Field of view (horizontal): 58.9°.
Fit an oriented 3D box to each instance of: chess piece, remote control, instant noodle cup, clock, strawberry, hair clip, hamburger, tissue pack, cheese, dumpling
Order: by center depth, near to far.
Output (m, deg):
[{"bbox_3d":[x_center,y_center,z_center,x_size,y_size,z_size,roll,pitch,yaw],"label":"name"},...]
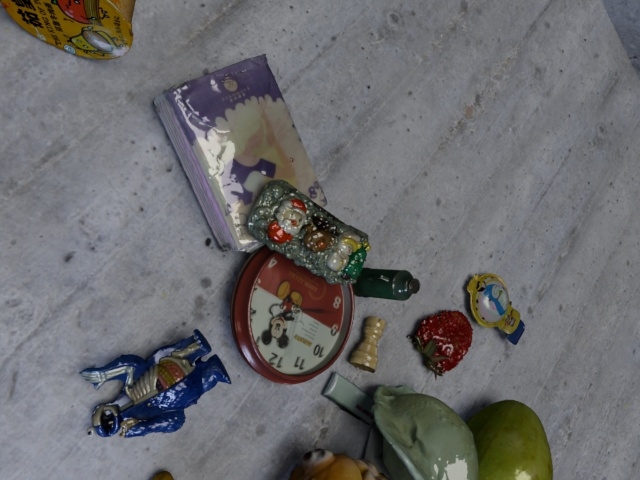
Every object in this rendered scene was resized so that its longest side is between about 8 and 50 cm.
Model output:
[{"bbox_3d":[-0.401,-0.437,0.948,0.215,0.215,0.173,22,68,-31],"label":"instant noodle cup"},{"bbox_3d":[0.002,0.001,1.134,0.321,0.091,0.138,30,84,-40],"label":"hair clip"},{"bbox_3d":[-0.152,-0.170,1.142,0.242,0.125,0.344,-32,107,-32],"label":"tissue pack"},{"bbox_3d":[0.016,0.562,1.149,0.236,0.276,0.277,31,71,-20],"label":"hamburger"},{"bbox_3d":[-0.056,0.146,1.219,0.318,0.080,0.319,1,88,-41],"label":"clock"},{"bbox_3d":[0.235,0.455,1.271,0.211,0.320,0.270,-29,109,-21],"label":"dumpling"},{"bbox_3d":[0.077,0.374,1.326,0.166,0.029,0.065,40,67,-26],"label":"remote control"},{"bbox_3d":[0.117,0.244,1.343,0.066,0.066,0.122,33,65,-28],"label":"chess piece"},{"bbox_3d":[0.339,0.246,1.472,0.208,0.087,0.167,-40,108,-30],"label":"strawberry"},{"bbox_3d":[0.498,0.191,1.592,0.250,0.064,0.157,45,67,-21],"label":"cheese"}]

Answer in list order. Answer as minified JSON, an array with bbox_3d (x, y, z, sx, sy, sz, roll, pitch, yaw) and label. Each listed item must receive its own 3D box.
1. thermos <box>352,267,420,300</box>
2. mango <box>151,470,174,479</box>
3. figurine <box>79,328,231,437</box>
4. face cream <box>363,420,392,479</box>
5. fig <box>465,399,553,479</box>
[{"bbox_3d":[0.148,0.094,1.290,0.073,0.187,0.083,-39,110,-29],"label":"thermos"},{"bbox_3d":[-0.269,0.529,1.064,0.098,0.075,0.190,-40,106,-45],"label":"mango"},{"bbox_3d":[-0.301,0.271,1.039,0.262,0.120,0.164,-18,91,-16],"label":"figurine"},{"bbox_3d":[0.127,0.598,1.329,0.143,0.089,0.315,35,58,-27],"label":"face cream"},{"bbox_3d":[0.472,0.555,1.454,0.326,0.258,0.258,-43,112,-45],"label":"fig"}]
